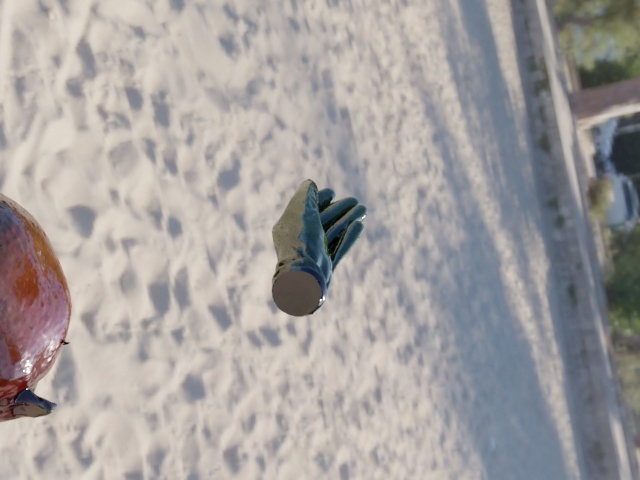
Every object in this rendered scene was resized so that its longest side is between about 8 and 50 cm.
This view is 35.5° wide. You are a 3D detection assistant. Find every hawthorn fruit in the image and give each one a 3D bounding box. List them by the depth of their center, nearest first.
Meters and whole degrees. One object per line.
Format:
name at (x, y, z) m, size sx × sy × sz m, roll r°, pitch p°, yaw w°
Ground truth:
hawthorn fruit at (-0.458, 0.078, 1.235) m, size 0.295 × 0.295 × 0.311 m, roll -61°, pitch 143°, yaw -65°

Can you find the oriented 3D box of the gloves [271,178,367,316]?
gloves at (-0.014, 0.004, 1.344) m, size 0.268 × 0.107 × 0.135 m, roll -61°, pitch 137°, yaw -56°
